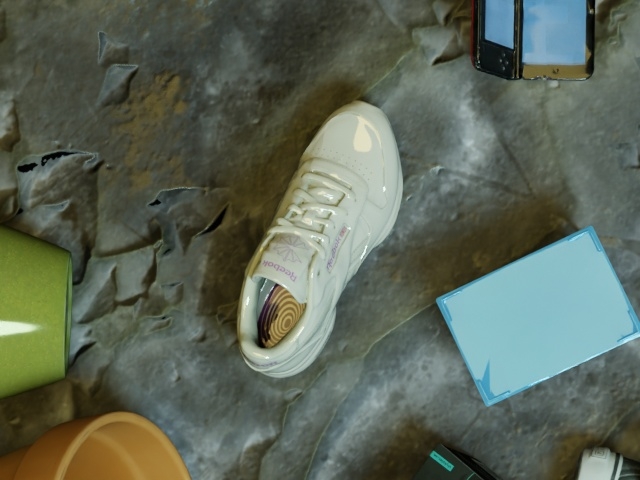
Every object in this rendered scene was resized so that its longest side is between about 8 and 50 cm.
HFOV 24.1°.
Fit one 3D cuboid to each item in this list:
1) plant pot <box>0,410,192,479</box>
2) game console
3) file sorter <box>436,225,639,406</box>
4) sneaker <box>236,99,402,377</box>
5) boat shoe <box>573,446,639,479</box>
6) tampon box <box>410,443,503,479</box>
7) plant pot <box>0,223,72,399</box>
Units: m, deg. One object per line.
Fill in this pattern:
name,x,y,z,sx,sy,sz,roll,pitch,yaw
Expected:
plant pot,-0.272,0.328,1.511,0.203,0.291,0.291,-10,85,24
game console,0.221,-0.242,1.555,0.085,0.124,0.144,-1,86,35
file sorter,0.222,0.078,1.523,0.170,0.104,0.118,-26,83,6
sneaker,0.000,0.000,1.538,0.114,0.152,0.305,20,88,11
boat shoe,0.275,0.377,1.489,0.119,0.121,0.335,14,87,13
tampon box,0.133,0.308,1.505,0.120,0.101,0.161,38,94,36
plant pot,-0.409,0.071,1.559,0.293,0.275,0.275,2,87,-6
